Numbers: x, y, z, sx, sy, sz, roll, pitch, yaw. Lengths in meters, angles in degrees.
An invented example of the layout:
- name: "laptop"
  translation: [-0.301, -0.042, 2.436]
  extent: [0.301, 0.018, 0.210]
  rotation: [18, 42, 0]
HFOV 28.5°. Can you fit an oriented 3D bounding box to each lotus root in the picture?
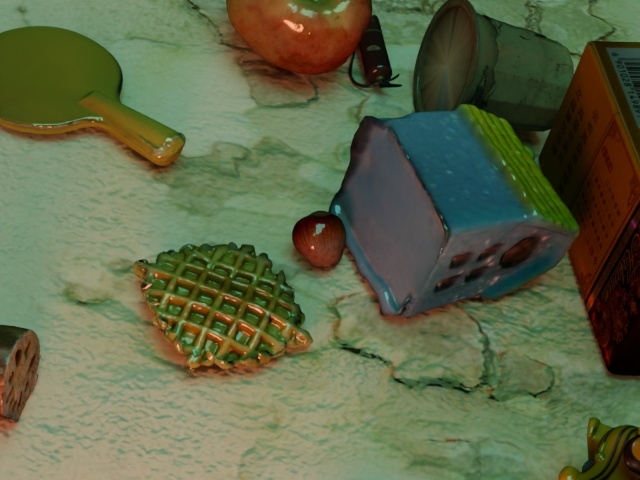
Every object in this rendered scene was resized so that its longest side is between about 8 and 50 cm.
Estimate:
- name: "lotus root"
  translation: [-0.391, 0.154, 1.525]
  extent: [0.081, 0.122, 0.112]
  rotation: [16, 75, 8]

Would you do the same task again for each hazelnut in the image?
- name: "hazelnut"
  translation: [0.000, 0.000, 1.765]
  extent: [0.086, 0.086, 0.086]
  rotation: [6, 51, -8]

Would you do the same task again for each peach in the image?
- name: "peach"
  translation: [-0.040, -0.377, 1.974]
  extent: [0.232, 0.257, 0.232]
  rotation: [-2, 97, -19]

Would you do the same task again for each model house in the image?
- name: "model house"
  translation: [0.201, -0.055, 1.772]
  extent: [0.303, 0.215, 0.237]
  rotation: [-12, 55, -26]

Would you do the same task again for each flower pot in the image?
- name: "flower pot"
  translation: [0.277, -0.261, 1.959]
  extent: [0.203, 0.212, 0.212]
  rotation: [5, 51, -18]

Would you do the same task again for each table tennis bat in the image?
- name: "table tennis bat"
  translation: [-0.358, -0.211, 1.868]
  extent: [0.369, 0.054, 0.224]
  rotation: [28, 51, 15]

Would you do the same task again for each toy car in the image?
- name: "toy car"
  translation: [0.342, 0.328, 1.521]
  extent: [0.142, 0.200, 0.248]
  rotation: [14, 45, 27]

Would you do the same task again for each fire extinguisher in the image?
- name: "fire extinguisher"
  translation: [0.080, -0.296, 2.039]
  extent: [0.078, 0.045, 0.157]
  rotation: [-18, 54, 9]

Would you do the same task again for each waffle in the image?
- name: "waffle"
  translation: [-0.131, 0.083, 1.680]
  extent: [0.208, 0.054, 0.214]
  rotation: [-13, 54, -26]

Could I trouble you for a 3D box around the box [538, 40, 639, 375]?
- name: "box"
  translation: [0.441, -0.047, 1.782]
  extent: [0.116, 0.264, 0.415]
  rotation: [0, 50, -14]
